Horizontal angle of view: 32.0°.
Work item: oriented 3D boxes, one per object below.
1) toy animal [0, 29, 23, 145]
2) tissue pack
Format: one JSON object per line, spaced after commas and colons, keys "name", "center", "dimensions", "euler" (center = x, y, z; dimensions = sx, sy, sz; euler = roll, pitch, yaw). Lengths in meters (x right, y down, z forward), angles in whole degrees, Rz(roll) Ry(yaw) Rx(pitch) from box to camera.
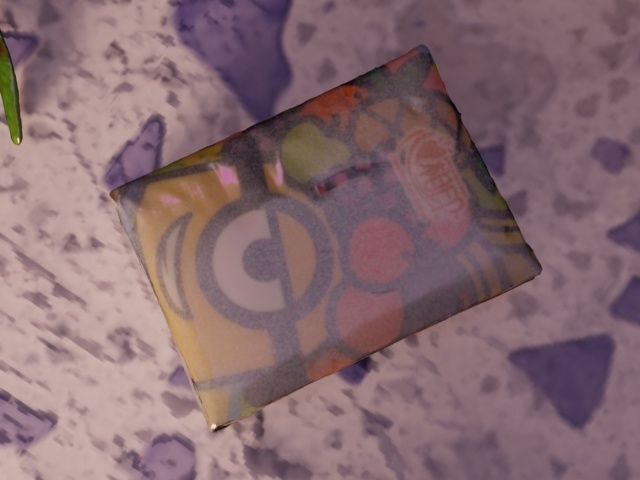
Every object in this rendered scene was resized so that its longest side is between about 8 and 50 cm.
{"name": "toy animal", "center": [-0.162, -0.151, 0.501], "dimensions": [0.075, 0.041, 0.217], "euler": [-33, 86, -4]}
{"name": "tissue pack", "center": [0.000, 0.000, 0.464], "dimensions": [0.148, 0.060, 0.108], "euler": [-24, 83, -3]}
